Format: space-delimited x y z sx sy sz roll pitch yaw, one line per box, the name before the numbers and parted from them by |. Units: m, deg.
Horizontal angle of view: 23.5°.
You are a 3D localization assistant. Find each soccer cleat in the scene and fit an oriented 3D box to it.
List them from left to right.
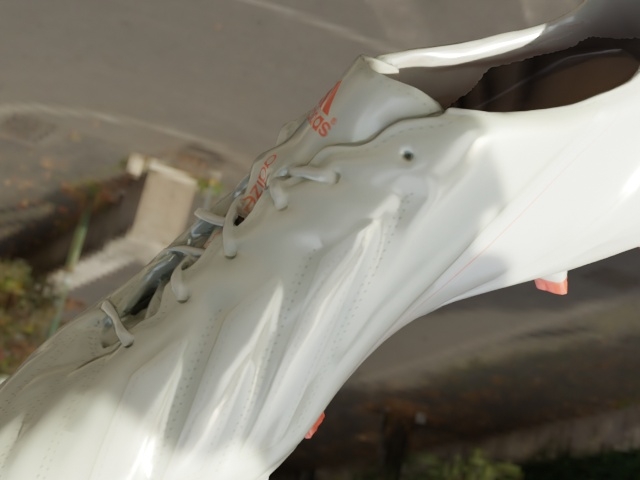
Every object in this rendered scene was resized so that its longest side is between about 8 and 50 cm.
soccer cleat | 0.000 0.000 0.347 0.068 0.196 0.076 48 162 48
